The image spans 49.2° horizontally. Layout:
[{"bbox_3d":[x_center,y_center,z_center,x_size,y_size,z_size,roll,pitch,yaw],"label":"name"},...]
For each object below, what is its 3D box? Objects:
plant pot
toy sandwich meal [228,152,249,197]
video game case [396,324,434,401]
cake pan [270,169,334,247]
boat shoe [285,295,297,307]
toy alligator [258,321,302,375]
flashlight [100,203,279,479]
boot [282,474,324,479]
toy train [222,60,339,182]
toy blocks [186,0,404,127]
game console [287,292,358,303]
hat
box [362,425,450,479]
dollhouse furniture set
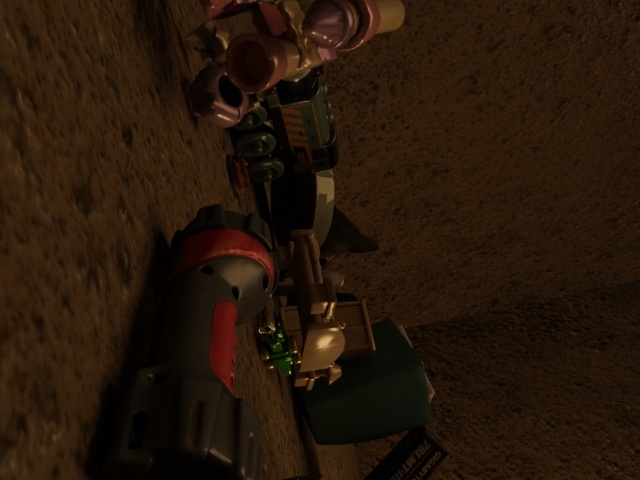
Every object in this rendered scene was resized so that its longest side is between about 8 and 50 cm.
[{"bbox_3d":[0.075,0.298,1.401,0.165,0.234,0.165,-127,-159,-58],"label":"plant pot"},{"bbox_3d":[-0.132,-0.111,1.167,0.085,0.029,0.085,-12,90,-88],"label":"toy sandwich meal"},{"bbox_3d":[0.189,0.272,1.468,0.143,0.019,0.157,91,-22,-61],"label":"video game case"},{"bbox_3d":[-0.042,-0.101,1.555,0.293,0.054,0.293,180,-90,-68],"label":"cake pan"},{"bbox_3d":[-0.019,0.230,1.478,0.095,0.095,0.257,-77,156,-71],"label":"boat shoe"},{"bbox_3d":[-0.067,0.150,1.066,0.189,0.056,0.051,75,3,-56],"label":"toy alligator"},{"bbox_3d":[-0.079,0.080,0.528,0.304,0.103,0.103,-101,-179,-61],"label":"flashlight"},{"bbox_3d":[-0.026,0.375,0.963,0.158,0.059,0.084,-8,89,-80],"label":"boot"},{"bbox_3d":[-0.071,-0.228,1.296,0.334,0.190,0.142,75,3,-62],"label":"toy train"},{"bbox_3d":[-0.117,-0.292,0.786,0.260,0.309,0.288,-33,102,-53],"label":"toy blocks"},{"bbox_3d":[0.020,0.208,1.728,0.173,0.250,0.293,116,-28,-47],"label":"game console"},{"bbox_3d":[0.000,0.000,2.088,0.134,0.331,0.331,-59,164,-15],"label":"hat"},{"bbox_3d":[0.131,0.501,1.416,0.073,0.293,0.295,44,-4,10],"label":"box"},{"bbox_3d":[0.027,0.072,1.233,0.355,0.174,0.303,103,-20,-52],"label":"dollhouse furniture set"}]
